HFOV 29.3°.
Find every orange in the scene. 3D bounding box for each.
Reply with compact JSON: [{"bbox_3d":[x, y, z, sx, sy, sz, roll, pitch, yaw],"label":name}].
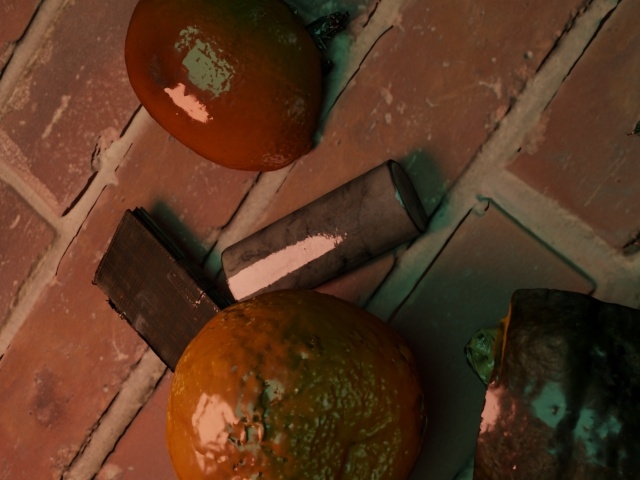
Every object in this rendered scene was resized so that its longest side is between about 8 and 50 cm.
[{"bbox_3d":[-0.150,-0.257,1.760,0.274,0.274,0.310,-36,47,23],"label":"orange"},{"bbox_3d":[-0.039,0.225,1.591,0.293,0.340,0.340,19,100,56],"label":"orange"}]

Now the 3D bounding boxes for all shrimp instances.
[{"bbox_3d":[-0.010,-0.266,1.739,0.161,0.034,0.091,-31,82,31],"label":"shrimp"}]

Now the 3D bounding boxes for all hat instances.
[{"bbox_3d":[0.235,0.150,1.595,0.077,0.059,0.076,58,147,26],"label":"hat"}]

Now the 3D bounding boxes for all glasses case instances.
[{"bbox_3d":[0.000,0.000,1.714,0.299,0.060,0.114,-27,84,25],"label":"glasses case"}]

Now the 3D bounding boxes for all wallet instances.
[{"bbox_3d":[-0.211,0.108,1.821,0.317,0.044,0.169,44,123,23],"label":"wallet"}]

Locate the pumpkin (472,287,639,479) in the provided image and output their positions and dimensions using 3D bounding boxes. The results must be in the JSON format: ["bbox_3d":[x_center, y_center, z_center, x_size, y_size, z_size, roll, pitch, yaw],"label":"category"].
[{"bbox_3d":[0.308,0.216,1.434,0.225,0.256,0.303,9,88,14],"label":"pumpkin"}]

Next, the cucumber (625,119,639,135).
[{"bbox_3d":[0.451,-0.158,1.495,0.168,0.039,0.039,-23,80,24],"label":"cucumber"}]
